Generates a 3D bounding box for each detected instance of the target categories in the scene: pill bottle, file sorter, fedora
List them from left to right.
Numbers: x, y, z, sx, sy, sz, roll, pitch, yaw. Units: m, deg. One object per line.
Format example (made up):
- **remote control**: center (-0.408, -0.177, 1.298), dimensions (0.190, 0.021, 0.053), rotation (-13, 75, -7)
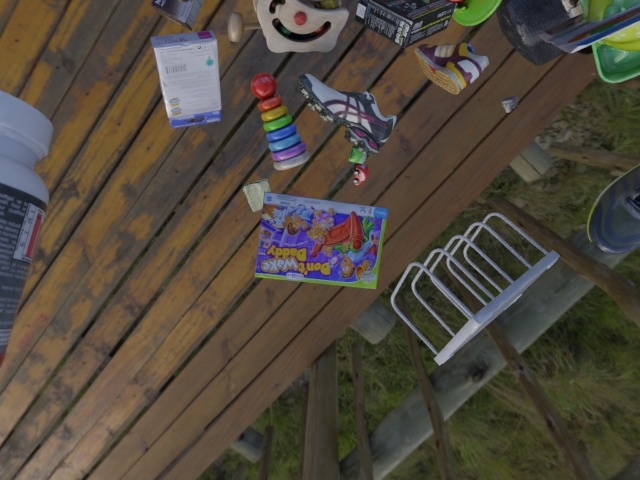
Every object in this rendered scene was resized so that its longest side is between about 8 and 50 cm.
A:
- **pill bottle**: center (-0.484, -0.010, 0.544), dimensions (0.210, 0.210, 0.364), rotation (9, 77, -1)
- **file sorter**: center (0.319, 0.089, 0.912), dimensions (0.173, 0.277, 0.193), rotation (49, 149, 24)
- **fedora**: center (0.587, -0.601, 1.155), dimensions (0.152, 0.334, 0.334), rotation (-37, 105, 22)

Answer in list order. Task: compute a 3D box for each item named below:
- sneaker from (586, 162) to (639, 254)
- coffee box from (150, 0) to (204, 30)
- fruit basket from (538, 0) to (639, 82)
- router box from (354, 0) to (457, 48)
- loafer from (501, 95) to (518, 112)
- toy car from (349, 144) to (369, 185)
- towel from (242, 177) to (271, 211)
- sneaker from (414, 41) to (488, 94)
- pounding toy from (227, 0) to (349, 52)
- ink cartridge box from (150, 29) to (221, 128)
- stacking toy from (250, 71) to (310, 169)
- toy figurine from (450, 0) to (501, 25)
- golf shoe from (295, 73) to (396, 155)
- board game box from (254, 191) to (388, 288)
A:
- **sneaker**: center (0.540, -0.098, 0.652), dimensions (0.111, 0.121, 0.300), rotation (44, 108, 19)
- **coffee box**: center (-0.507, -0.945, 1.591), dimensions (0.141, 0.098, 0.247), rotation (27, 97, -6)
- **fruit basket**: center (0.369, -0.258, 0.365), dimensions (0.326, 0.353, 0.166), rotation (-16, 102, 30)
- **router box**: center (0.122, -0.326, 0.609), dimensions (0.092, 0.122, 0.038), rotation (39, 145, 20)
- **loafer**: center (0.599, -0.432, 1.350), dimensions (0.045, 0.125, 0.039), rotation (-2, 110, 36)
- **toy car**: center (0.154, -0.306, 1.550), dimensions (0.053, 0.225, 0.239), rotation (17, 106, 14)
- **towel**: center (-0.246, -0.181, 1.718), dimensions (0.109, 0.027, 0.148), rotation (-19, 139, -6)
- **sneaker**: center (0.257, -0.357, 0.846), dimensions (0.083, 0.186, 0.069), rotation (-35, 134, 11)
- **pounding toy**: center (-0.083, -0.545, 0.992), dimensions (0.269, 0.155, 0.154), rotation (-6, 140, -14)
- **ink cartridge box**: center (-0.420, -0.508, 1.373), dimensions (0.185, 0.065, 0.311), rotation (-16, 149, -19)
- **stacking toy**: center (-0.150, -0.426, 1.508), dimensions (0.141, 0.141, 0.331), rotation (-16, 111, 8)
- **toy figurine**: center (0.188, -0.430, 0.703), dimensions (0.159, 0.173, 0.130), rotation (-10, 111, -28)
- **golf shoe**: center (0.062, -0.329, 1.047), dimensions (0.272, 0.105, 0.120), rotation (35, 99, -23)
- **board game box**: center (0.000, 0.000, 1.207), dimensions (0.346, 0.078, 0.234), rotation (6, 97, -9)
